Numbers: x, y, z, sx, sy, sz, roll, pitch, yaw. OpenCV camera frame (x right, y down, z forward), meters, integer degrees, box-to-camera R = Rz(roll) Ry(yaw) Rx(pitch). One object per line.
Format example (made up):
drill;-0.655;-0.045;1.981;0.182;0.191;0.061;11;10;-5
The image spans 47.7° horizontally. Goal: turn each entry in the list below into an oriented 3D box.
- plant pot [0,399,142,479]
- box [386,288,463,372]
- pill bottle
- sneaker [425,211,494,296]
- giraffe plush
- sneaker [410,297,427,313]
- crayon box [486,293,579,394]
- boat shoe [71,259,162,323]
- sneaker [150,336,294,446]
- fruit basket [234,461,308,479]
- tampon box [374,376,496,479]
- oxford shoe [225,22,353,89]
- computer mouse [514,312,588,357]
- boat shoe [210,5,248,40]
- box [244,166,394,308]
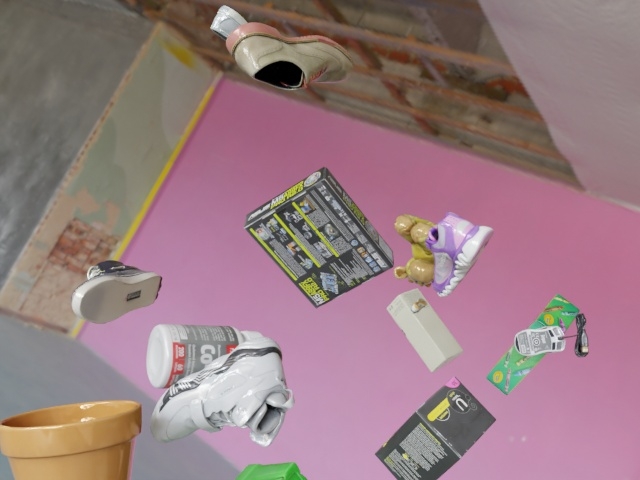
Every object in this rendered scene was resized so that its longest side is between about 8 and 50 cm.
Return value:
plant pot;-0.517;0.462;1.525;0.290;0.204;0.291;-5;-2;0
box;0.357;0.305;2.486;0.113;0.094;0.275;-12;60;-42
pill bottle;-0.291;0.300;1.876;0.283;0.161;0.161;5;9;-30
sneaker;0.247;0.022;1.389;0.104;0.095;0.236;35;-27;13
giraffe plush;0.267;0.038;1.865;0.181;0.171;0.210;23;10;31
sneaker;0.304;0.206;2.265;0.032;0.037;0.083;43;28;20
crayon box;0.595;0.294;2.039;0.081;0.278;0.165;40;42;15
boat shoe;-0.579;0.128;1.922;0.158;0.127;0.340;18;7;19
sneaker;-0.223;0.392;1.658;0.137;0.365;0.210;54;2;-41
fruit basket;-0.188;0.758;1.767;0.283;0.392;0.392;54;-5;0
tampon box;0.190;0.330;1.216;0.101;0.161;0.120;45;44;16
oxford shoe;-0.048;-0.378;1.611;0.348;0.123;0.130;-3;59;-42
computer mouse;0.580;0.246;1.820;0.193;0.106;0.042;-14;-9;40
boat shoe;-0.184;-0.471;1.772;0.079;0.081;0.227;31;-5;46
box;0.000;0.000;1.583;0.270;0.216;0.060;49;23;-25
